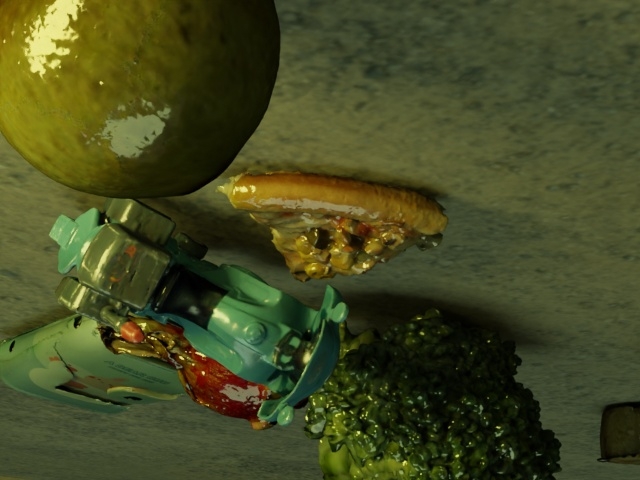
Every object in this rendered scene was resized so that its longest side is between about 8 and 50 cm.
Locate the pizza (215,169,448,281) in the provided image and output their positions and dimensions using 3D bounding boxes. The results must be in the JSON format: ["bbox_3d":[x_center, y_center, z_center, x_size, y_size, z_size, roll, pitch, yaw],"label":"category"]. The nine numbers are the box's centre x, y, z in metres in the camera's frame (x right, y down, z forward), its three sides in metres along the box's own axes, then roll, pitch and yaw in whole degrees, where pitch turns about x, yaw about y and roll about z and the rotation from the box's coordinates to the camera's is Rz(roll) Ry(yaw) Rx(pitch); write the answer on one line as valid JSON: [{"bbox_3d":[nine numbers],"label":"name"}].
[{"bbox_3d":[0.000,0.000,0.937,0.185,0.052,0.195,9,160,-8],"label":"pizza"}]

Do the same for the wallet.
[{"bbox_3d":[-0.237,0.132,1.298,0.176,0.075,0.250,25,151,-33],"label":"wallet"}]

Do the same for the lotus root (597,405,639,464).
[{"bbox_3d":[0.504,0.259,1.533,0.261,0.074,0.170,-9,157,25],"label":"lotus root"}]

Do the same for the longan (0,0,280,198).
[{"bbox_3d":[-0.100,-0.103,0.562,0.155,0.145,0.176,-27,109,13],"label":"longan"}]

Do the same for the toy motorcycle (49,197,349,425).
[{"bbox_3d":[-0.087,0.056,0.937,0.272,0.123,0.182,28,179,-30],"label":"toy motorcycle"}]

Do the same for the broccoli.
[{"bbox_3d":[0.105,0.196,1.215,0.245,0.248,0.288,-12,112,50],"label":"broccoli"}]

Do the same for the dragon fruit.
[{"bbox_3d":[-0.110,0.115,1.169,0.246,0.125,0.125,18,158,-20],"label":"dragon fruit"}]
